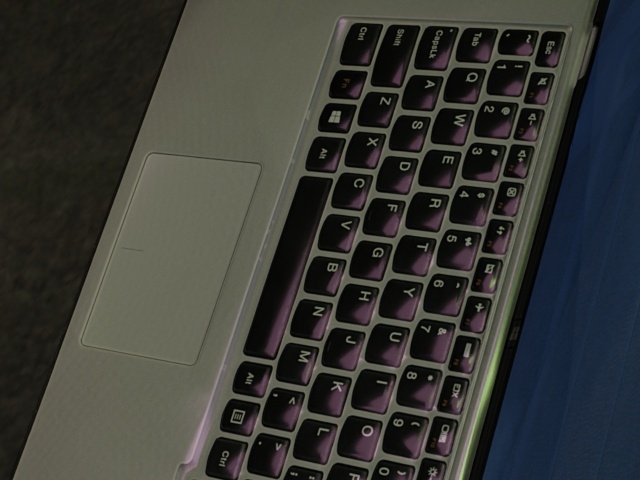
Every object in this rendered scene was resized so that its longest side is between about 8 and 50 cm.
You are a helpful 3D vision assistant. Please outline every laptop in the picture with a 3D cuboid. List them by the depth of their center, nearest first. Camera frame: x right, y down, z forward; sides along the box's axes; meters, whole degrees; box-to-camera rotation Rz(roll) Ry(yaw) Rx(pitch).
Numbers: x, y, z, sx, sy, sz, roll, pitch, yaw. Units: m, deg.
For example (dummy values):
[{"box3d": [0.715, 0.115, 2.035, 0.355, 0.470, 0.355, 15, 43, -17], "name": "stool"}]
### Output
[{"box3d": [0.000, 0.000, 0.634, 0.408, 0.236, 0.381, 8, 70, 30], "name": "laptop"}]
